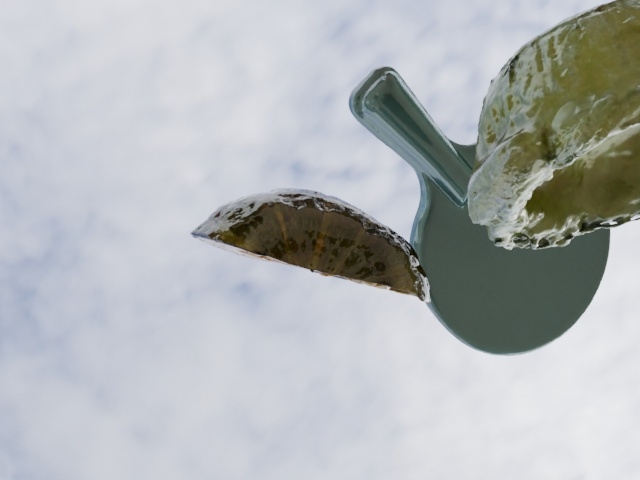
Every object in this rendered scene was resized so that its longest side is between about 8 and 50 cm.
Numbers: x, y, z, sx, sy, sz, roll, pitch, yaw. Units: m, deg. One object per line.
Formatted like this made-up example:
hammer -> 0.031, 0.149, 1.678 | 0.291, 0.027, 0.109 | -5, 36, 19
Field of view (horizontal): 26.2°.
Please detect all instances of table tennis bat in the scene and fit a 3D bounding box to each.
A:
table tennis bat -> 0.103, -0.024, 0.913 | 0.237, 0.038, 0.149 | 44, -97, -25

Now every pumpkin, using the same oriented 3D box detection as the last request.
pumpkin -> 0.000, -0.001, 0.456 | 0.083, 0.050, 0.028 | 19, -95, -6

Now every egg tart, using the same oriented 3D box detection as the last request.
egg tart -> 0.161, -0.067, 0.723 | 0.197, 0.197, 0.078 | -14, -109, -15
